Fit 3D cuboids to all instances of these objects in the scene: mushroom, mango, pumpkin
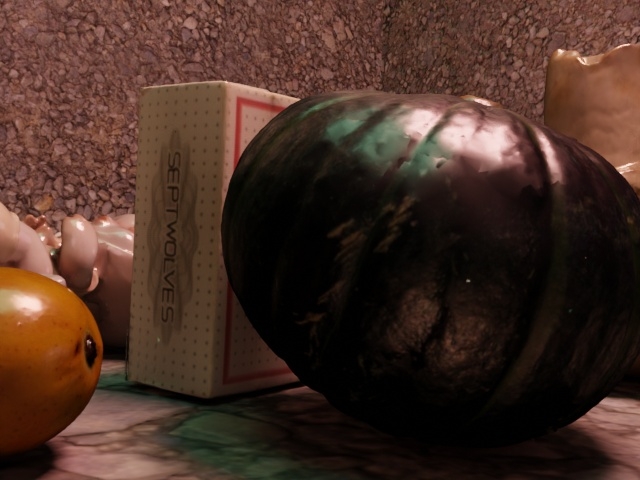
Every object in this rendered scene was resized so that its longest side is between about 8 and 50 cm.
[{"bbox_3d":[0.274,-0.030,0.697,0.293,0.290,0.292,4,0,0],"label":"mushroom"},{"bbox_3d":[-0.177,0.060,0.383,0.111,0.089,0.163,0,-6,-41],"label":"mango"},{"bbox_3d":[0.060,0.015,0.459,0.250,0.216,0.250,23,25,-11],"label":"pumpkin"}]

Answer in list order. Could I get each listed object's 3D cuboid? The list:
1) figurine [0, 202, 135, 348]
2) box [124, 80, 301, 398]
[{"bbox_3d":[-0.186,0.038,0.653,0.182,0.144,0.257,-21,-9,32],"label":"figurine"},{"bbox_3d":[0.000,-0.001,0.644,0.095,0.210,0.330,3,1,37],"label":"box"}]
